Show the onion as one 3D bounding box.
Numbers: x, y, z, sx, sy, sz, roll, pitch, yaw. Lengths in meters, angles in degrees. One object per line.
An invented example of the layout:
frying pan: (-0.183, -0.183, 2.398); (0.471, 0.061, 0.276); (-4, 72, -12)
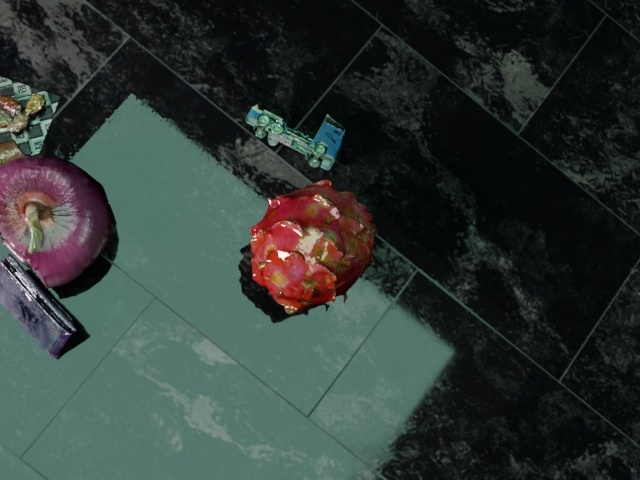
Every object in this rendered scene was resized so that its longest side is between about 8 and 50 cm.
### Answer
onion: (-0.432, -0.042, 1.293); (0.207, 0.200, 0.200); (31, 75, 25)

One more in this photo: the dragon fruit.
dragon fruit: (0.000, 0.000, 1.350); (0.268, 0.205, 0.210); (-17, 63, -48)

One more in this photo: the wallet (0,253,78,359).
wallet: (-0.461, 0.108, 1.293); (0.166, 0.111, 0.030); (47, 48, 1)

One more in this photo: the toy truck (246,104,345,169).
toy truck: (-0.043, -0.199, 1.444); (0.175, 0.067, 0.081); (26, 71, -1)

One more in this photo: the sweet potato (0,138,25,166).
sweet potato: (-0.618, -0.082, 1.319); (0.281, 0.059, 0.067); (-34, 79, -15)

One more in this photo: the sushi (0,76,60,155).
sushi: (-0.526, -0.217, 1.375); (0.126, 0.026, 0.120); (17, 78, -7)
